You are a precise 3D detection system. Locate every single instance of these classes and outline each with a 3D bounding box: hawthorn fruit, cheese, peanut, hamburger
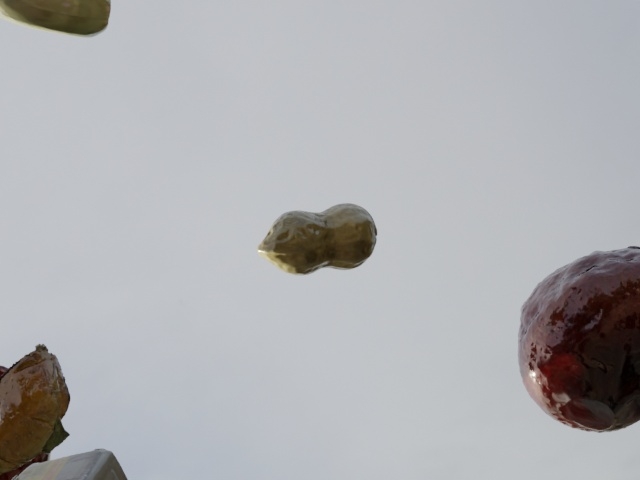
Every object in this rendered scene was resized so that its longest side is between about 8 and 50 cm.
[{"bbox_3d":[0.337,0.110,1.792,0.230,0.210,0.266,-38,14,3],"label":"hawthorn fruit"},{"bbox_3d":[-0.360,-0.290,1.778,0.227,0.137,0.064,5,-74,-34],"label":"cheese"},{"bbox_3d":[0.000,0.000,1.678,0.187,0.082,0.082,-6,-44,-46],"label":"peanut"},{"bbox_3d":[-0.371,0.225,1.896,0.087,0.102,0.176,30,-87,-47],"label":"hamburger"}]

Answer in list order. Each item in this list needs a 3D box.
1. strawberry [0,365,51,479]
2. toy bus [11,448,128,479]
[{"bbox_3d":[-0.514,0.359,2.090,0.295,0.317,0.345,-3,-52,-7],"label":"strawberry"},{"bbox_3d":[-0.214,0.243,1.079,0.106,0.092,0.268,-18,13,16],"label":"toy bus"}]
